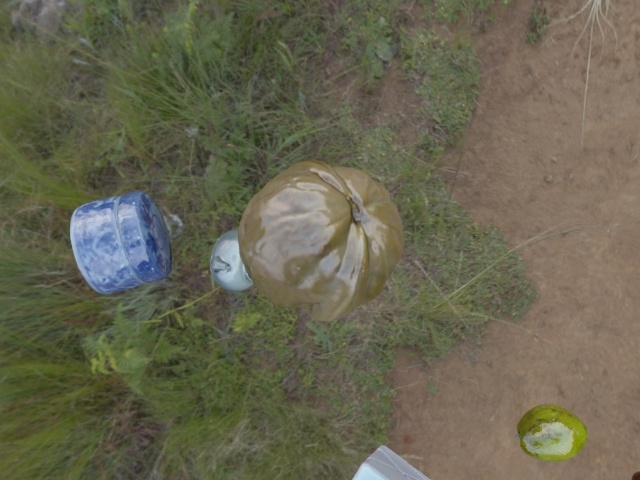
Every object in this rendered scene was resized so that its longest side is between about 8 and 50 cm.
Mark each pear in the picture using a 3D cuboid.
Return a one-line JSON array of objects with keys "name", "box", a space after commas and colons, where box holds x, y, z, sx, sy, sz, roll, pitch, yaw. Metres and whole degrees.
[{"name": "pear", "box": [0.455, 0.381, 0.957, 0.131, 0.107, 0.107, -7, 87, 9]}]

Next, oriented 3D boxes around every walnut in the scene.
[{"name": "walnut", "box": [0.000, 0.000, 0.859, 0.285, 0.296, 0.286, 21, 116, 53]}]

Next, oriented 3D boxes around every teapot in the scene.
[{"name": "teapot", "box": [-0.247, 0.062, 1.483, 0.129, 0.294, 0.193, 9, 97, 25]}]

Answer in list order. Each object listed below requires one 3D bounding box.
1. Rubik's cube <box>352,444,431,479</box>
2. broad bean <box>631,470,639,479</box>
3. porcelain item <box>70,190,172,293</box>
[{"name": "Rubik's cube", "box": [0.172, 0.715, 1.104, 0.321, 0.319, 0.316, 32, 84, 20]}, {"name": "broad bean", "box": [0.765, 0.570, 1.023, 0.156, 0.228, 0.122, 4, 89, 2]}, {"name": "porcelain item", "box": [-0.303, 0.002, 0.756, 0.114, 0.147, 0.147, -13, 83, -4]}]
